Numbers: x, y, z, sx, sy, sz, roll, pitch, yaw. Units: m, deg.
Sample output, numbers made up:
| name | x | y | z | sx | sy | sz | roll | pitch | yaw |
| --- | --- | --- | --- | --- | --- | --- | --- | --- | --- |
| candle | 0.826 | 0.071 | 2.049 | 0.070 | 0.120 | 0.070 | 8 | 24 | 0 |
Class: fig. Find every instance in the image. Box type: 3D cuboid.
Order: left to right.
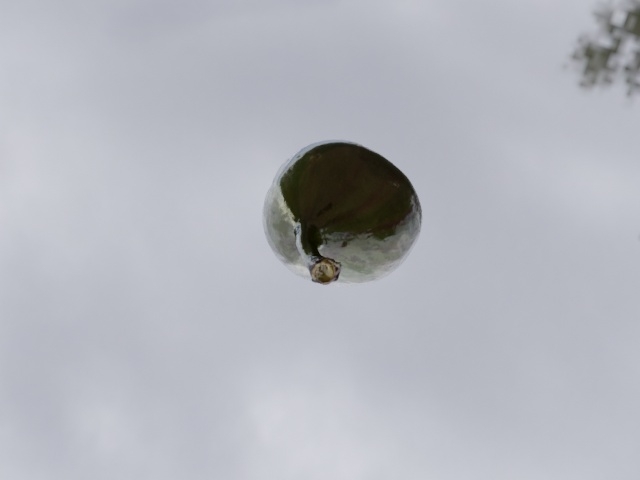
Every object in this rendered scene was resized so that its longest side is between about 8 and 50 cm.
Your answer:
| name | x | y | z | sx | sy | sz | roll | pitch | yaw |
| --- | --- | --- | --- | --- | --- | --- | --- | --- | --- |
| fig | 0.000 | 0.000 | 1.751 | 0.151 | 0.151 | 0.259 | 21 | -153 | 9 |
